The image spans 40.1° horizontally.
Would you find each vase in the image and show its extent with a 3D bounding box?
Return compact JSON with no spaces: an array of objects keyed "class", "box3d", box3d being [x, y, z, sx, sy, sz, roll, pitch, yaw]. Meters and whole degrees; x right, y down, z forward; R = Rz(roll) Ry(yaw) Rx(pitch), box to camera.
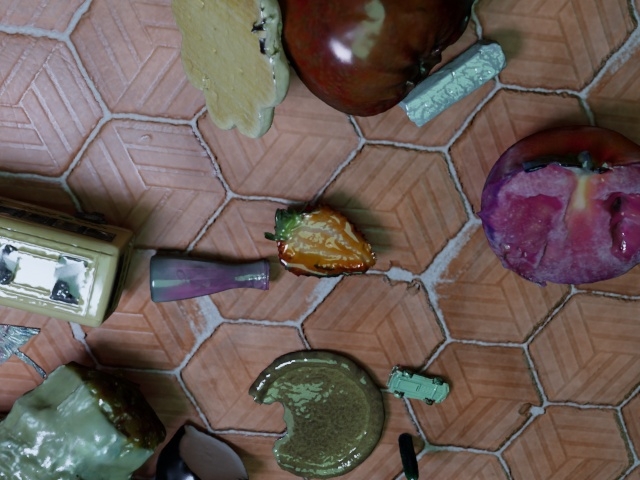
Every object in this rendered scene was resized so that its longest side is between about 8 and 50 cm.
[{"class":"vase","box3d":[-0.199,0.066,1.589,0.214,0.086,0.086,-2,112,-7]}]

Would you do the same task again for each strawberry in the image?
[{"class":"strawberry","box3d":[-0.003,-0.002,1.566,0.192,0.085,0.140,-10,104,-5]}]

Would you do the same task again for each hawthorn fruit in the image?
[{"class":"hawthorn fruit","box3d":[0.062,-0.361,1.334,0.308,0.324,0.308,-24,152,-14]}]

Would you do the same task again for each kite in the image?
[{"class":"kite","box3d":[-0.581,0.209,1.662,0.139,0.011,0.156,-40,107,15]}]

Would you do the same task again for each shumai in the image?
[{"class":"shumai","box3d":[-0.460,0.378,1.594,0.397,0.324,0.323,36,90,4]}]

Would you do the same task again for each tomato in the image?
[{"class":"tomato","box3d":[0.425,-0.072,1.519,0.335,0.176,0.289,-2,131,-1]}]

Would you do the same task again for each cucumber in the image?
[{"class":"cucumber","box3d":[0.173,0.429,1.719,0.032,0.133,0.032,0,113,-1]}]

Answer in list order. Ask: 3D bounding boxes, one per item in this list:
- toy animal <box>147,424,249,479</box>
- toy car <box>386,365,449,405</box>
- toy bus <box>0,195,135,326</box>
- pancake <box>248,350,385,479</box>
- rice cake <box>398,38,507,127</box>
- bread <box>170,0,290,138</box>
[{"class":"toy animal","box3d":[-0.267,0.502,1.706,0.187,0.165,0.235,14,111,-53]},{"class":"toy car","box3d":[0.193,0.284,1.716,0.122,0.035,0.059,15,110,-18]},{"class":"toy bus","box3d":[-0.512,0.020,1.473,0.365,0.202,0.176,14,99,-7]},{"class":"pancake","box3d":[-0.010,0.347,1.732,0.286,0.033,0.288,22,109,-12]},{"class":"rice cake","box3d":[0.222,-0.267,1.481,0.206,0.069,0.063,-35,109,9]},{"class":"bread","box3d":[-0.139,-0.307,1.350,0.054,0.316,0.316,-24,115,-29]}]
